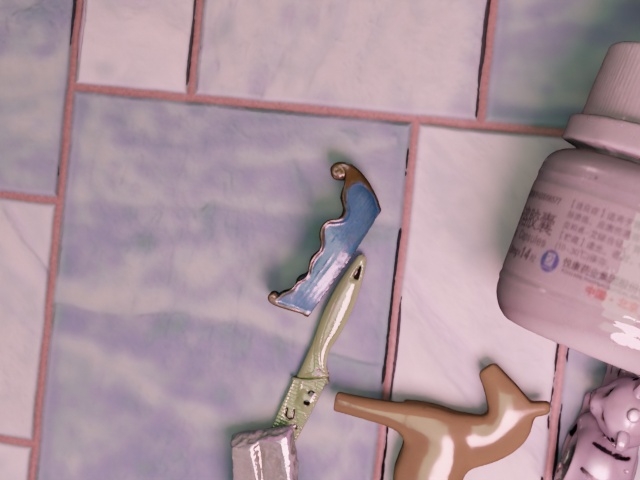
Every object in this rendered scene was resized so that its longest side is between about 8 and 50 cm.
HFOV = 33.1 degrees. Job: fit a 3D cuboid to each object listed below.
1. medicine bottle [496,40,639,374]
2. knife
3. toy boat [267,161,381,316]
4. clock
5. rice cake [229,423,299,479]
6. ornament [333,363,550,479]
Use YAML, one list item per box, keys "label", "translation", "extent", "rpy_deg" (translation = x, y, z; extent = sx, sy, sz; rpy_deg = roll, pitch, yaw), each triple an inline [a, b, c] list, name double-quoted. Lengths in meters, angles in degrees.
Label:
- label: "medicine bottle"
  translation: [0.339, -0.027, 1.107]
  extent: [0.245, 0.245, 0.306]
  rpy_deg: [21, 93, 8]
- label: "knife"
  translation: [-0.006, 0.152, 1.277]
  extent: [0.043, 0.020, 0.293]
  rpy_deg: [26, 96, 7]
- label: "toy boat"
  translation: [0.000, 0.000, 1.245]
  extent: [0.077, 0.075, 0.185]
  rpy_deg: [35, 93, -2]
- label: "clock"
  translation: [0.317, 0.222, 1.178]
  extent: [0.080, 0.117, 0.176]
  rpy_deg: [23, 95, 8]
- label: "rice cake"
  translation: [-0.062, 0.330, 1.270]
  extent: [0.085, 0.040, 0.226]
  rpy_deg: [-3, 97, 9]
- label: "ornament"
  translation: [0.127, 0.244, 1.236]
  extent: [0.245, 0.061, 0.230]
  rpy_deg: [10, 90, 10]
